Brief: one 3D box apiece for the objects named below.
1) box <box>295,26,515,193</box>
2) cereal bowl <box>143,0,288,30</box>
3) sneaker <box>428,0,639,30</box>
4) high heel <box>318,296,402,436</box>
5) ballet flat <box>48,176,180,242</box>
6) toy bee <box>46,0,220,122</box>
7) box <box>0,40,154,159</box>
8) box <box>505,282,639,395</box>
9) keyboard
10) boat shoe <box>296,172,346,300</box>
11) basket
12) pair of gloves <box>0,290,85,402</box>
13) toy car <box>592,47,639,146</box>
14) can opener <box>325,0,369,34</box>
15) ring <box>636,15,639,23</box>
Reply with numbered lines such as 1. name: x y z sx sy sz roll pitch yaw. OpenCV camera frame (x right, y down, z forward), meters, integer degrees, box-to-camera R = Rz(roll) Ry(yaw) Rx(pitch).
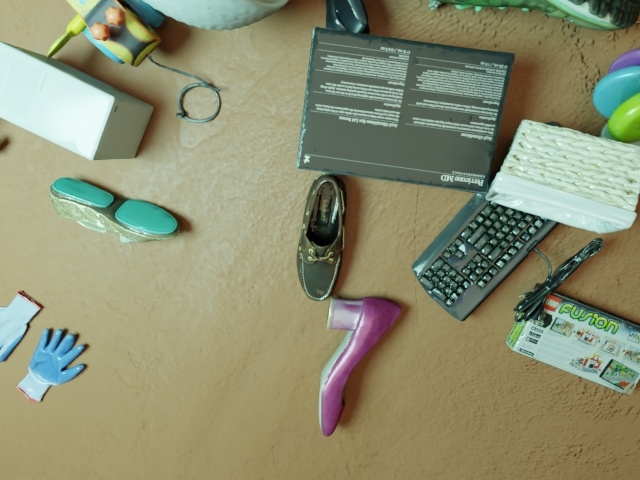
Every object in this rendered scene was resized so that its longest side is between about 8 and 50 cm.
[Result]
1. box: 0.109 -0.175 0.632 0.262 0.103 0.184 8 99 0
2. cereal bowl: -0.178 -0.393 0.501 0.141 0.339 0.338 -16 101 31
3. sneaker: 0.211 -0.353 0.562 0.411 0.182 0.157 11 92 -14
4. high heel: 0.060 0.209 0.730 0.117 0.082 0.243 6 94 0
5. ballet flat: -0.321 -0.036 0.707 0.207 0.073 0.067 23 129 0
6. toy bee: -0.267 -0.303 0.593 0.299 0.162 0.195 26 100 -3
7. box: -0.353 -0.191 0.634 0.171 0.130 0.090 26 101 -2
8. box: 0.422 0.159 0.720 0.207 0.036 0.113 22 102 -2
9. keyboard: 0.308 0.000 0.676 0.202 0.033 0.317 41 101 7
10. boat shoe: 0.000 0.000 0.688 0.073 0.073 0.206 3 103 1
11. basket: 0.323 -0.084 0.598 0.168 0.113 0.103 19 93 16
12. pair of gloves: -0.511 0.183 0.774 0.198 0.023 0.159 43 100 -7
13. toy car: 0.452 -0.202 0.597 0.182 0.159 0.136 -21 62 -6
14. can opener: 0.021 -0.361 0.621 0.059 0.073 0.185 -21 87 -34
15. ring: 0.416 -0.464 0.595 0.338 0.032 0.335 1 102 3
